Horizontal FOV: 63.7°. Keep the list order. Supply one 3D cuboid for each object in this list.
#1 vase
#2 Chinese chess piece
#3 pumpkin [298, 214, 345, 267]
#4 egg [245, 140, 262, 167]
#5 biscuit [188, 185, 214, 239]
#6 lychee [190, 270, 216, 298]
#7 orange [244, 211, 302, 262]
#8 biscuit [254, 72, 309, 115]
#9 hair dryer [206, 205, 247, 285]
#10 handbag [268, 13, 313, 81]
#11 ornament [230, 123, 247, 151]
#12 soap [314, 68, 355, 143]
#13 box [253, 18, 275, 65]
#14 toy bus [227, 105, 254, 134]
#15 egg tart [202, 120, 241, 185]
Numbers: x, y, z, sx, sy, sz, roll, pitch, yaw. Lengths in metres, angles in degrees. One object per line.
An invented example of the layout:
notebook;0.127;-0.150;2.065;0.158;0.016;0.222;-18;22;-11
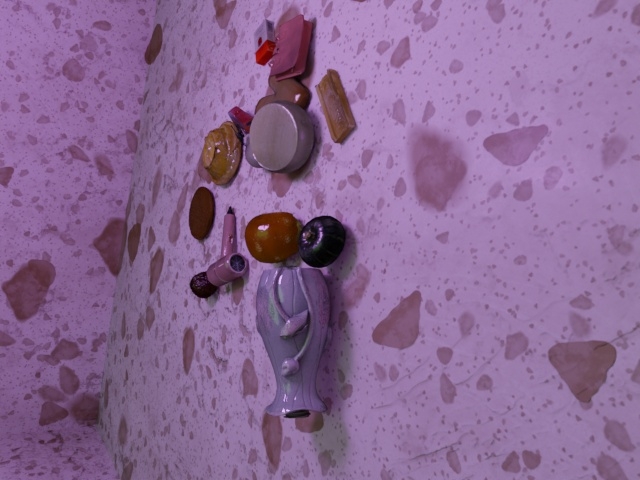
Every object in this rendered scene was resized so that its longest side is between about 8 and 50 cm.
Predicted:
vase;-0.079;0.304;1.562;0.249;0.249;0.446;-17;72;52
Chinese chess piece;-0.136;-0.360;1.801;0.250;0.101;0.251;6;100;37
pumpkin;0.002;0.001;1.584;0.167;0.125;0.167;-47;19;22
egg;-0.232;-0.335;1.972;0.152;0.114;0.114;147;123;-69
biscuit;-0.570;-0.130;2.472;0.261;0.037;0.262;-12;75;52
lychee;-0.517;0.197;2.284;0.129;0.123;0.124;101;156;-58
orange;-0.180;-0.007;1.814;0.237;0.158;0.180;-2;100;52
biscuit;-0.154;-0.509;1.940;0.291;0.062;0.237;54;126;41
hair dryer;-0.385;0.006;2.157;0.189;0.106;0.345;-28;57;48
handbag;-0.111;-0.695;1.866;0.157;0.059;0.213;0;76;43
ornament;-0.331;-0.426;2.149;0.073;0.028;0.125;27;145;58
soap;0.046;-0.437;1.674;0.092;0.037;0.252;-44;52;43
box;-0.228;-0.809;2.106;0.100;0.048;0.152;-28;65;51
toy bus;-0.320;-0.500;2.138;0.065;0.077;0.192;-39;43;-9
egg tart;-0.451;-0.391;2.289;0.290;0.115;0.291;-16;71;53
